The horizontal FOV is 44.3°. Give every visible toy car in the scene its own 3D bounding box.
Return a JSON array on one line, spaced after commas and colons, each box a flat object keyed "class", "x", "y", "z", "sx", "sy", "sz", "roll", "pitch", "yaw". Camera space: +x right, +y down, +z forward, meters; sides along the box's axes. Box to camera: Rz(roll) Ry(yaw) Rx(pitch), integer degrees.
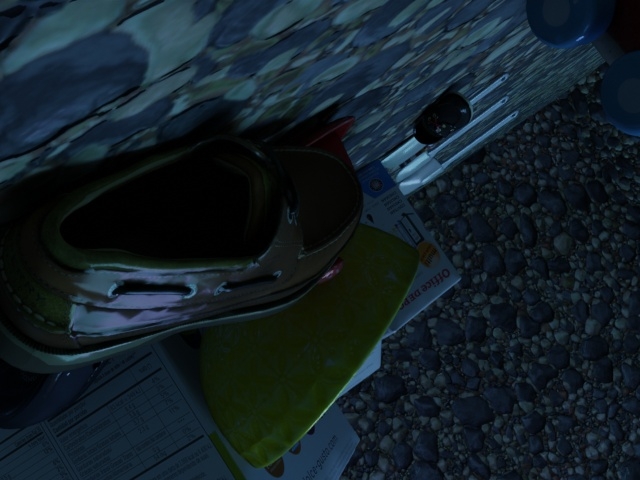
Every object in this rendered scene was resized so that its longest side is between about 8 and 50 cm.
[{"class": "toy car", "x": 0.347, "y": -0.237, "z": 0.671, "sx": 0.219, "sy": 0.210, "sz": 0.238, "roll": -18, "pitch": 155, "yaw": -34}]

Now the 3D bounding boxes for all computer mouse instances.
[{"class": "computer mouse", "x": -0.256, "y": 0.123, "z": 0.791, "sx": 0.272, "sy": 0.072, "sz": 0.188, "roll": -36, "pitch": 177, "yaw": 26}]

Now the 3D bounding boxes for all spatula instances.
[{"class": "spatula", "x": 0.216, "y": -0.171, "z": 1.292, "sx": 0.242, "sy": 0.019, "sz": 0.168, "roll": -37, "pitch": 150, "yaw": 6}]

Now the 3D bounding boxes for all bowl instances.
[{"class": "bowl", "x": -0.045, "y": 0.077, "z": 0.834, "sx": 0.289, "sy": 0.156, "sz": 0.289, "roll": -52, "pitch": -175, "yaw": 6}]

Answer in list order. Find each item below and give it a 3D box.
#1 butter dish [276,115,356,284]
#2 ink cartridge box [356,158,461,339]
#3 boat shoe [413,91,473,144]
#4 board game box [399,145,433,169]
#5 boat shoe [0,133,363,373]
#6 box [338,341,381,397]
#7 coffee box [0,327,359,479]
[{"class": "butter dish", "x": -0.023, "y": -0.015, "z": 0.699, "sx": 0.159, "sy": 0.118, "sz": 0.160, "roll": -34, "pitch": 177, "yaw": -20}, {"class": "ink cartridge box", "x": 0.066, "y": 0.032, "z": 1.244, "sx": 0.171, "sy": 0.233, "sz": 0.168, "roll": -33, "pitch": 176, "yaw": -32}, {"class": "boat shoe", "x": 0.164, "y": -0.161, "z": 1.054, "sx": 0.042, "sy": 0.049, "sz": 0.133, "roll": -42, "pitch": -177, "yaw": -16}, {"class": "board game box", "x": 0.189, "y": -0.169, "z": 1.332, "sx": 0.133, "sy": 0.033, "sz": 0.168, "roll": -32, "pitch": 177, "yaw": -29}, {"class": "boat shoe", "x": -0.055, "y": -0.008, "z": 0.497, "sx": 0.307, "sy": 0.111, "sz": 0.104, "roll": -28, "pitch": 168, "yaw": -49}, {"class": "box", "x": -0.016, "y": 0.178, "z": 1.361, "sx": 0.181, "sy": 0.181, "sz": 0.119, "roll": -29, "pitch": 135, "yaw": -32}, {"class": "coffee box", "x": -0.205, "y": 0.265, "z": 1.047, "sx": 0.338, "sy": 0.334, "sz": 0.337, "roll": -34, "pitch": 178, "yaw": 16}]
